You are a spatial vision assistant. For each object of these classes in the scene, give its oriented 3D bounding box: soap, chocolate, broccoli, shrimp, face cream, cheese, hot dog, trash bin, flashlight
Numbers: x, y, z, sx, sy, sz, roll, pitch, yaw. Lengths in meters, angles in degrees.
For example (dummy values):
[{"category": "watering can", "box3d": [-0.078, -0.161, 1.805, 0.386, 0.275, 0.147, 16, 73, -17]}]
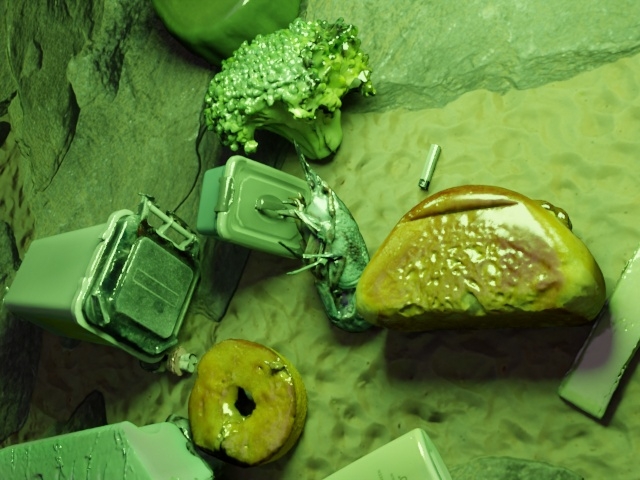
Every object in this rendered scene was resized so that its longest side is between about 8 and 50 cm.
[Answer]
[{"category": "soap", "box3d": [-0.416, 0.491, 1.487, 0.446, 0.156, 0.261, -16, 67, 26]}, {"category": "chocolate", "box3d": [-0.252, 0.407, 1.552, 0.167, 0.072, 0.072, 33, 95, 29]}, {"category": "broccoli", "box3d": [-0.067, -0.304, 1.514, 0.334, 0.272, 0.324, -13, 66, 37]}, {"category": "shrimp", "box3d": [0.001, 0.002, 1.414, 0.137, 0.172, 0.372, -30, 94, 14]}, {"category": "face cream", "box3d": [0.066, 0.476, 1.350, 0.348, 0.081, 0.173, -33, 64, 18]}, {"category": "cheese", "box3d": [0.501, 0.088, 1.236, 0.085, 0.034, 0.400, 30, 92, 36]}, {"category": "hot dog", "box3d": [0.254, 0.031, 1.297, 0.405, 0.185, 0.223, -6, 75, 28]}, {"category": "trash bin", "box3d": [-0.459, 0.080, 1.652, 0.367, 0.256, 0.296, -3, 60, 37]}, {"category": "flashlight", "box3d": [0.203, -0.138, 1.465, 0.018, 0.018, 0.083, 17, 86, 30]}]

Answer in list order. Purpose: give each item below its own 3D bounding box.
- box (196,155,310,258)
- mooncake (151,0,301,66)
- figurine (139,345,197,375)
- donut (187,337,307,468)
[{"category": "box", "box3d": [-0.126, -0.058, 1.517, 0.130, 0.227, 0.162, -2, 76, 44]}, {"category": "mooncake", "box3d": [-0.188, -0.552, 1.695, 0.351, 0.187, 0.351, -10, 69, 27]}, {"category": "figurine", "box3d": [-0.322, 0.244, 1.643, 0.129, 0.054, 0.072, -1, 70, 27]}, {"category": "donut", "box3d": [-0.140, 0.307, 1.489, 0.253, 0.118, 0.253, -6, 76, 25]}]
